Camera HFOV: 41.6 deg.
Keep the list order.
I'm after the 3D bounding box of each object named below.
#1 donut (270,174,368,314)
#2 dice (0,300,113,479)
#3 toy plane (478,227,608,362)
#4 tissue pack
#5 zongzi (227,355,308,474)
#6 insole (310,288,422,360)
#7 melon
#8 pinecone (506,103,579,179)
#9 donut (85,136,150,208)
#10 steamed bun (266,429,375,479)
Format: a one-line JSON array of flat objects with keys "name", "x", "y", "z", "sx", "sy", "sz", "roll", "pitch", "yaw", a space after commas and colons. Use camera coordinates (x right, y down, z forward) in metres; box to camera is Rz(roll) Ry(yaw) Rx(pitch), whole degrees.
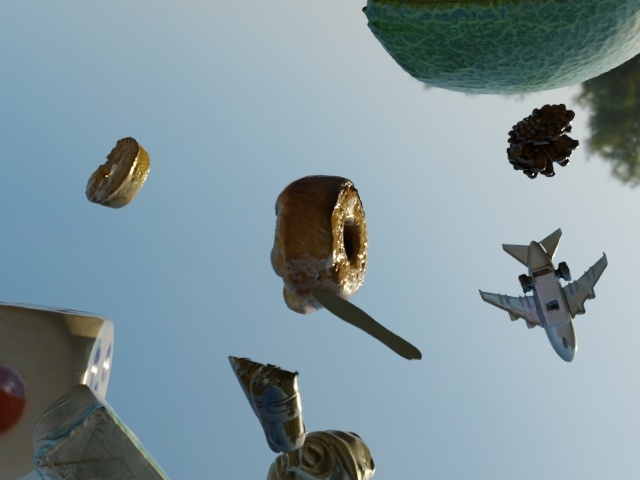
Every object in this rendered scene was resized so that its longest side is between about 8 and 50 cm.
[{"name": "donut", "x": 0.000, "y": 0.000, "z": 1.775, "sx": 0.150, "sy": 0.299, "sz": 0.317, "roll": -6, "pitch": -127, "yaw": 19}, {"name": "dice", "x": -0.527, "y": 0.264, "z": 1.472, "sx": 0.277, "sy": 0.304, "sz": 0.304, "roll": 8, "pitch": 175, "yaw": -4}, {"name": "toy plane", "x": 0.440, "y": 0.112, "z": 1.620, "sx": 0.251, "sy": 0.255, "sz": 0.101, "roll": -17, "pitch": 174, "yaw": 12}, {"name": "tissue pack", "x": -0.285, "y": 0.305, "z": 1.114, "sx": 0.124, "sy": 0.201, "sz": 0.271, "roll": -35, "pitch": -171, "yaw": -18}, {"name": "zongzi", "x": -0.104, "y": 0.309, "z": 1.539, "sx": 0.081, "sy": 0.189, "sz": 0.178, "roll": -19, "pitch": -162, "yaw": -39}, {"name": "insole", "x": 0.068, "y": 0.124, "z": 1.263, "sx": 0.197, "sy": 0.004, "sz": 0.065, "roll": 32, "pitch": -158, "yaw": 16}, {"name": "melon", "x": 0.279, "y": -0.288, "z": 1.026, "sx": 0.343, "sy": 0.226, "sz": 0.331, "roll": 10, "pitch": 175, "yaw": 37}, {"name": "pinecone", "x": 0.531, "y": -0.232, "z": 2.024, "sx": 0.179, "sy": 0.195, "sz": 0.150, "roll": -35, "pitch": -108, "yaw": -16}, {"name": "donut", "x": -0.279, "y": -0.089, "z": 1.181, "sx": 0.043, "sy": 0.108, "sz": 0.097, "roll": 33, "pitch": -166, "yaw": -39}, {"name": "steamed bun", "x": -0.004, "y": 0.462, "z": 1.642, "sx": 0.218, "sy": 0.144, "sz": 0.211, "roll": -17, "pitch": -132, "yaw": 4}]
